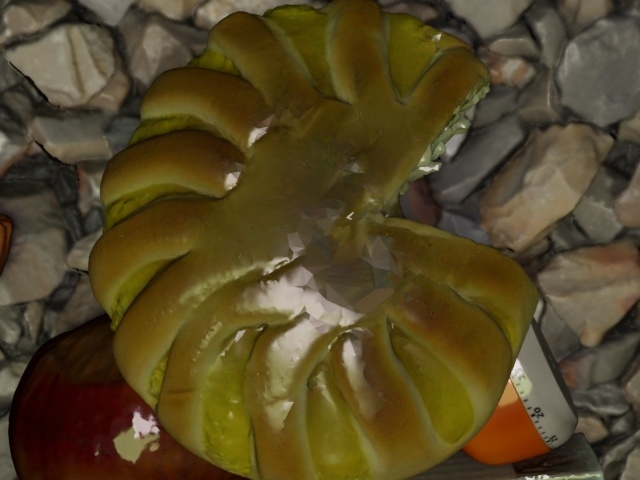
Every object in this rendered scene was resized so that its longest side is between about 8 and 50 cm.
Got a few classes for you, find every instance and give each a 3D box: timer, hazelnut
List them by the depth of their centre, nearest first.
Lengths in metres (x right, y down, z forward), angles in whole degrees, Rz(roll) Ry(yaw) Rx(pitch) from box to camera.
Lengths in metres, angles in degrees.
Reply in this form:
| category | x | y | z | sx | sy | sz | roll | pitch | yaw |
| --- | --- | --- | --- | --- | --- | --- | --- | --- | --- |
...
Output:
| category | x | y | z | sx | sy | sz | roll | pitch | yaw |
| --- | --- | --- | --- | --- | --- | --- | --- | --- | --- |
| hazelnut | -0.145 | 0.136 | 0.719 | 0.202 | 0.170 | 0.160 | -11 | 128 | 26 |
| timer | 0.126 | 0.115 | 0.722 | 0.136 | 0.099 | 0.136 | 3 | 100 | 18 |

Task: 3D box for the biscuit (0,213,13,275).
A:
| category | x | y | z | sx | sy | sz | roll | pitch | yaw |
| --- | --- | --- | --- | --- | --- | --- | --- | --- | --- |
| biscuit | -0.397 | -0.028 | 0.727 | 0.306 | 0.043 | 0.283 | 17 | 102 | 2 |

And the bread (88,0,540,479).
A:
| category | x | y | z | sx | sy | sz | roll | pitch | yaw |
| --- | --- | --- | --- | --- | --- | --- | --- | --- | --- |
| bread | 0.000 | 0.000 | 0.604 | 0.333 | 0.160 | 0.332 | 1 | 80 | -8 |

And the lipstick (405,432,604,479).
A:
| category | x | y | z | sx | sy | sz | roll | pitch | yaw |
| --- | --- | --- | --- | --- | --- | --- | --- | --- | --- |
| lipstick | 0.041 | 0.224 | 0.762 | 0.372 | 0.080 | 0.076 | -6 | 103 | 5 |
